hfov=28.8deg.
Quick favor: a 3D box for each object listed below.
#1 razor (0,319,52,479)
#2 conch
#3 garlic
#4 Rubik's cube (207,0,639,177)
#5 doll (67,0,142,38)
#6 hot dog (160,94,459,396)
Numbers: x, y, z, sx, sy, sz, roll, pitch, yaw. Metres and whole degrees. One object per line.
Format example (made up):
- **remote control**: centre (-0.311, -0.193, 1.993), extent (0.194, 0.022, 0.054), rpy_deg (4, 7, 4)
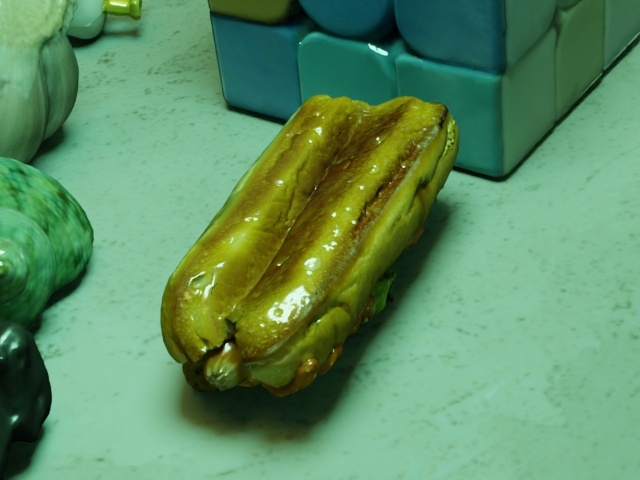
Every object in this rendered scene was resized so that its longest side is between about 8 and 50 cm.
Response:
- **razor**: centre (-0.304, 0.172, 0.812), extent (0.189, 0.107, 0.327), rpy_deg (1, 35, 11)
- **conch**: centre (-0.273, 0.005, 1.035), extent (0.175, 0.122, 0.188), rpy_deg (10, 35, -19)
- **garlic**: centre (-0.353, -0.172, 1.211), extent (0.292, 0.237, 0.210), rpy_deg (-30, 11, 33)
- **Rubik's cube**: centre (0.108, -0.318, 1.230), extent (0.344, 0.347, 0.347), rpy_deg (18, 41, 32)
- **doll**: centre (-0.352, -0.283, 1.451), extent (0.293, 0.119, 0.138), rpy_deg (-3, 60, 5)
- **hot dog**: centre (0.000, 0.000, 1.000), extent (0.158, 0.117, 0.349), rpy_deg (6, 40, 23)
